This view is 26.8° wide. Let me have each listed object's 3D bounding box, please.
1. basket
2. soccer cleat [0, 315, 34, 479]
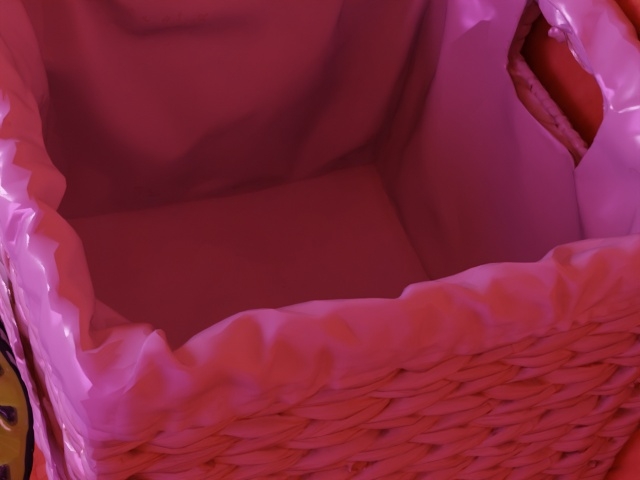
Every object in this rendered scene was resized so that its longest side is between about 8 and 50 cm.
[{"bbox_3d":[-0.016,-0.007,0.718,0.266,0.331,0.328,102,149,-47],"label":"basket"},{"bbox_3d":[-0.168,0.078,0.652,0.072,0.060,0.179,78,173,-49],"label":"soccer cleat"}]
